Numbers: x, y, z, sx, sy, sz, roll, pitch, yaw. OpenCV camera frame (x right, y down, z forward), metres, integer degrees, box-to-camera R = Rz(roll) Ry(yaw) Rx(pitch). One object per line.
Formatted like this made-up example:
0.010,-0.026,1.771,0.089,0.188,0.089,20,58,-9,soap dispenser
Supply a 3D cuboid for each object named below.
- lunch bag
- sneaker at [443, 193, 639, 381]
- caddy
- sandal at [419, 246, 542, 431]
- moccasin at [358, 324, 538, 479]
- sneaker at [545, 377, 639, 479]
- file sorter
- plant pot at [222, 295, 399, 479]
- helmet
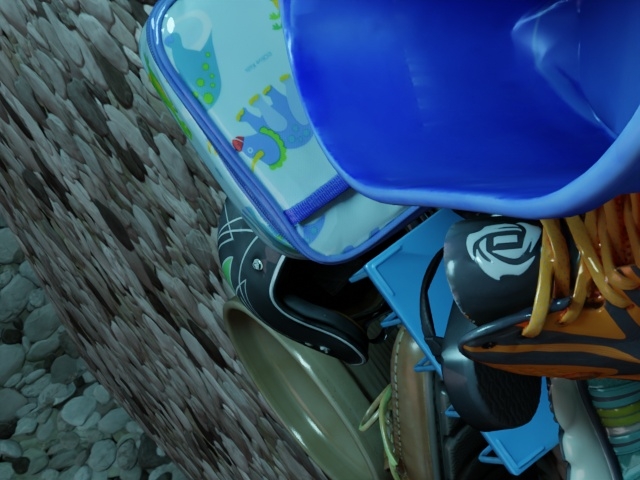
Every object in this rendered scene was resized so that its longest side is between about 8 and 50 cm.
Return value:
0.032,-0.100,0.863,0.176,0.219,0.090,57,171,-6,lunch bag
0.149,0.003,0.771,0.321,0.180,0.124,88,-176,-62,sneaker
0.077,-0.132,0.588,0.341,0.179,0.241,-172,79,-68,caddy
0.096,0.032,0.980,0.254,0.054,0.097,-67,-39,-61,sandal
0.105,0.150,1.363,0.147,0.139,0.380,35,167,27,moccasin
0.201,0.093,1.032,0.107,0.110,0.275,-65,-36,-61,sneaker
0.115,0.057,1.144,0.170,0.118,0.104,54,167,-2,file sorter
0.020,0.124,1.564,0.237,0.110,0.237,48,164,19,plant pot
0.000,0.000,1.272,0.161,0.169,0.169,40,167,-12,helmet
